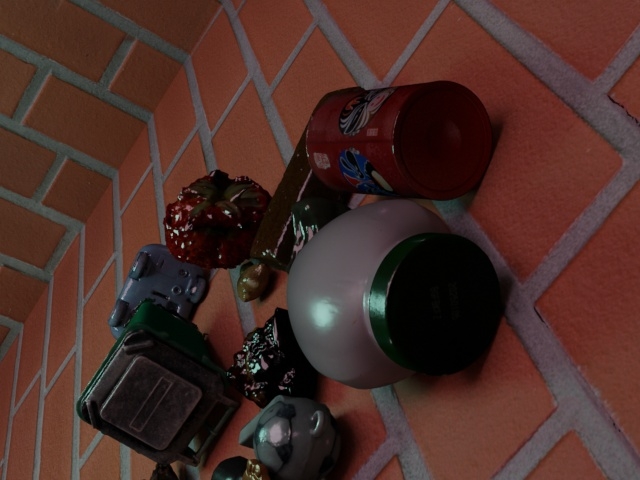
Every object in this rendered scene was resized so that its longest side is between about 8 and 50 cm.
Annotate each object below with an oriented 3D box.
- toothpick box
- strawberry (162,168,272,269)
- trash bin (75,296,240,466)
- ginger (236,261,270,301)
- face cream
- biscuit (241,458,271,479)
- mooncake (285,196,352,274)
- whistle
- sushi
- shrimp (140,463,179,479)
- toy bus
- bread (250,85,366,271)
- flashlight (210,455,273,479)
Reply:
[{"bbox_3d":[0.132,-0.178,1.662,0.333,0.204,0.204,11,77,64],"label":"toothpick box"},{"bbox_3d":[-0.235,-0.025,2.160,0.261,0.260,0.258,-103,9,-53],"label":"strawberry"},{"bbox_3d":[-0.358,0.305,2.080,0.259,0.295,0.381,-55,14,7],"label":"trash bin"},{"bbox_3d":[-0.161,0.096,2.110,0.096,0.067,0.165,-66,13,-6],"label":"ginger"},{"bbox_3d":[0.096,0.084,1.469,0.357,0.219,0.313,6,72,62],"label":"face cream"},{"bbox_3d":[-0.110,0.459,1.521,0.133,0.027,0.184,59,140,40],"label":"biscuit"},{"bbox_3d":[0.000,0.000,1.782,0.168,0.175,0.104,-28,7,-28],"label":"mooncake"},{"bbox_3d":[-0.054,0.358,1.586,0.290,0.163,0.164,130,153,-49],"label":"whistle"},{"bbox_3d":[-0.095,0.241,1.755,0.150,0.153,0.172,-21,66,27],"label":"sushi"},{"bbox_3d":[-0.354,0.563,1.981,0.145,0.116,0.343,-39,33,15],"label":"shrimp"},{"bbox_3d":[-0.445,0.156,2.447,0.294,0.197,0.232,-69,16,-7],"label":"toy bus"},{"bbox_3d":[-0.008,-0.130,1.977,0.165,0.113,0.417,11,75,62],"label":"bread"},{"bbox_3d":[-0.069,0.462,1.568,0.424,0.103,0.103,3,70,61],"label":"flashlight"}]
